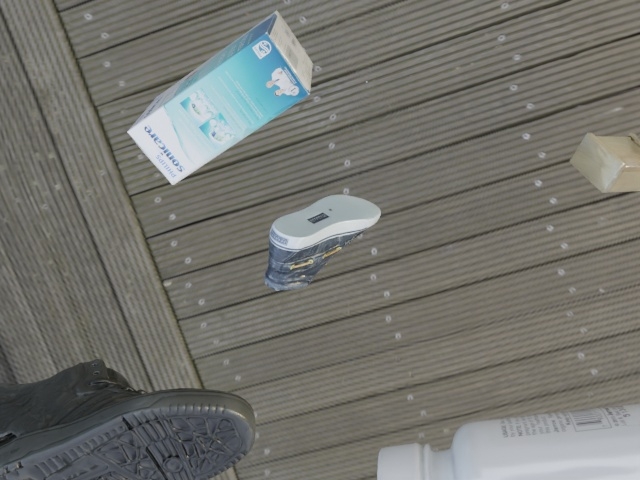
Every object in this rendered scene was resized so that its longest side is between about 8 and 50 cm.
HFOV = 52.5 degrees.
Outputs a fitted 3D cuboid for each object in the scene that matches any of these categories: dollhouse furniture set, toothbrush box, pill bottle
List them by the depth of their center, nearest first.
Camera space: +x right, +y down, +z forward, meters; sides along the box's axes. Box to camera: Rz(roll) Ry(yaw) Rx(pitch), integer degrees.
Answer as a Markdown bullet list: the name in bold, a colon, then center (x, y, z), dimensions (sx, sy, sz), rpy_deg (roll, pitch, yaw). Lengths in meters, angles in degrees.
- **dollhouse furniture set**: center (0.323, -0.053, 0.482), dimensions (0.181, 0.161, 0.101), rpy_deg (-5, 134, -29)
- **pill bottle**: center (0.168, 0.210, 0.526), dimensions (0.229, 0.131, 0.131), rpy_deg (-9, 103, 11)
- **toothbrush box**: center (-0.168, -0.256, 1.150), dimensions (0.295, 0.216, 0.126), rpy_deg (-31, 114, 17)

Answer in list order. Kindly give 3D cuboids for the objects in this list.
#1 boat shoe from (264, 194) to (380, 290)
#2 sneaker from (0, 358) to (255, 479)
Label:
- **boat shoe**: center (0.000, 0.000, 0.813), dimensions (0.065, 0.183, 0.083), rpy_deg (36, 126, 30)
- **sneaker**: center (-0.114, 0.092, 0.343), dimensions (0.170, 0.089, 0.051), rpy_deg (-18, 114, 7)
